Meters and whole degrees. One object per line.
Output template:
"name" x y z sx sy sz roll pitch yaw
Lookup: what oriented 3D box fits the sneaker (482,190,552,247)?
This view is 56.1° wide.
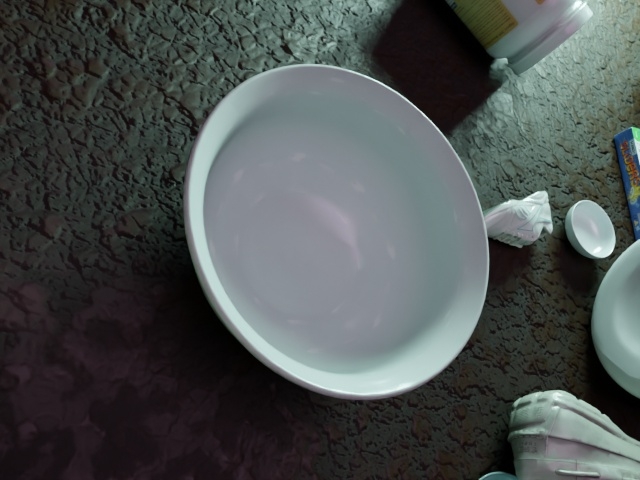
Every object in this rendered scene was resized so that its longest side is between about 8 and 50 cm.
"sneaker" 0.241 -0.020 0.749 0.152 0.054 0.061 -15 83 -32

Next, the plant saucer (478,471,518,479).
"plant saucer" 0.184 0.303 0.623 0.119 0.021 0.119 10 69 -26

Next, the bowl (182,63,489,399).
"bowl" 0.000 0.000 0.562 0.298 0.134 0.297 10 69 -26

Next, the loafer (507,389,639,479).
"loafer" 0.344 0.279 0.669 0.320 0.112 0.111 27 56 -8

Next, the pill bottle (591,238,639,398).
"pill bottle" 0.576 0.151 0.768 0.408 0.229 0.228 24 63 -20

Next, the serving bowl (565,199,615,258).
"serving bowl" 0.367 -0.012 0.829 0.083 0.027 0.083 10 68 -26

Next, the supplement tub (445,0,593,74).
"supplement tub" 0.254 -0.342 0.814 0.199 0.144 0.144 49 57 -6

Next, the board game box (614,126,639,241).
"board game box" 0.535 -0.068 0.936 0.136 0.035 0.201 6 70 -27
